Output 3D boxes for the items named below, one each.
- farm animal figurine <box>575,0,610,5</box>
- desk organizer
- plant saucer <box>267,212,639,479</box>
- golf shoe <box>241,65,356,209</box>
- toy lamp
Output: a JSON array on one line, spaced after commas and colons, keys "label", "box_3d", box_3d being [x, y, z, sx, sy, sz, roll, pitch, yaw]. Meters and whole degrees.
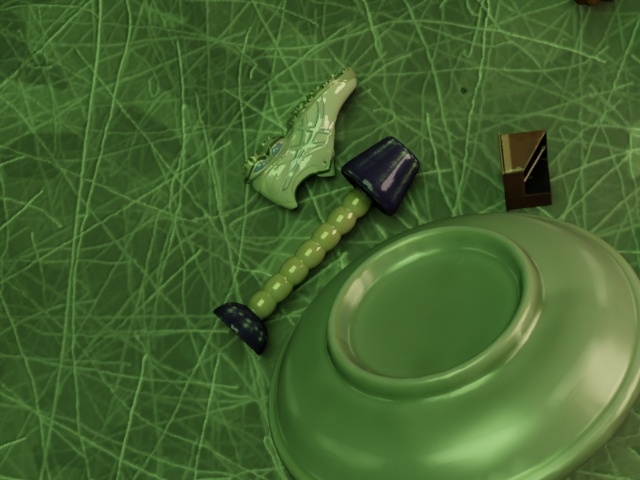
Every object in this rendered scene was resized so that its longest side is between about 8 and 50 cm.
[{"label": "farm animal figurine", "box_3d": [0.434, -0.319, 1.700, 0.330, 0.172, 0.327, 27, 81, 17]}, {"label": "desk organizer", "box_3d": [0.217, -0.074, 1.695, 0.050, 0.130, 0.047, -6, 73, 7]}, {"label": "plant saucer", "box_3d": [0.120, 0.093, 1.576, 0.400, 0.100, 0.400, -16, 40, 14]}, {"label": "golf shoe", "box_3d": [-0.006, -0.112, 1.795, 0.086, 0.069, 0.176, 41, 88, -2]}, {"label": "toy lamp", "box_3d": [0.000, 0.000, 1.744, 0.080, 0.080, 0.275, 42, 84, 18]}]
